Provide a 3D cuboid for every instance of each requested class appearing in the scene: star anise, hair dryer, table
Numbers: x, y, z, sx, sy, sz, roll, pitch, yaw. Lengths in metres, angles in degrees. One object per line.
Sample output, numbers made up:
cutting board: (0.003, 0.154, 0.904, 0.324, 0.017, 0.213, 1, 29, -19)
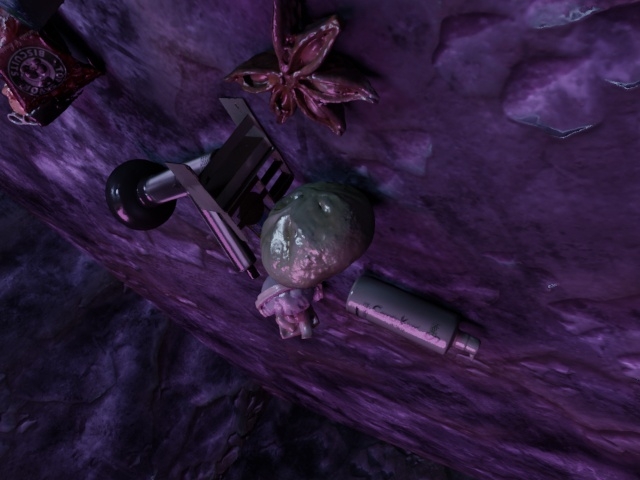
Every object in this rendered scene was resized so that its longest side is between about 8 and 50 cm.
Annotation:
star anise: (-0.018, -0.199, 0.611, 0.172, 0.063, 0.208, 33, 153, -11)
hair dryer: (-0.270, -0.035, 1.043, 0.320, 0.156, 0.284, 2, 111, 40)
table: (-0.135, -0.109, 0.807, 0.062, 0.146, 0.175, 12, 148, 36)

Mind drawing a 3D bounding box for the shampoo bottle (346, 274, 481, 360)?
shampoo bottle: (0.183, 0.153, 1.002, 0.262, 0.085, 0.085, 23, 154, 19)

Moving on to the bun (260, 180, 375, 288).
bun: (-0.013, -0.019, 0.791, 0.195, 0.195, 0.118, 0, 134, 50)

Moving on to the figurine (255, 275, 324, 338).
figurine: (-0.070, 0.145, 1.216, 0.236, 0.163, 0.141, 88, 163, -60)

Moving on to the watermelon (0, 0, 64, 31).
watermelon: (-0.266, -0.369, 0.463, 0.148, 0.226, 0.318, 34, 122, -3)

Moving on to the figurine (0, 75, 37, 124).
figurine: (-0.574, -0.331, 0.946, 0.175, 0.115, 0.240, 3, 142, 17)

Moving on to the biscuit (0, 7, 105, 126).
biscuit: (-0.482, -0.318, 0.837, 0.235, 0.151, 0.063, 57, -177, -40)

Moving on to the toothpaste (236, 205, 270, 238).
toothpaste: (-0.095, -0.004, 1.084, 0.070, 0.044, 0.193, -3, 138, 51)
